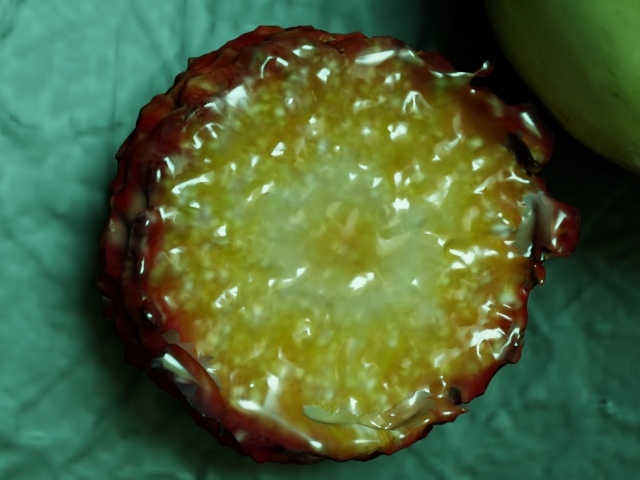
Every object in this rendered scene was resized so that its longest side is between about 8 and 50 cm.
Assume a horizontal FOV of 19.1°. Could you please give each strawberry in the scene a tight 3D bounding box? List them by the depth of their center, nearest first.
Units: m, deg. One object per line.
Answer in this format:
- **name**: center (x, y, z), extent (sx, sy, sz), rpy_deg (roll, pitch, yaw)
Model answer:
- **strawberry**: center (0.000, 0.000, 0.589), extent (0.145, 0.086, 0.145), rpy_deg (0, 88, -14)

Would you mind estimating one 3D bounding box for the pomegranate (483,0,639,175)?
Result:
- **pomegranate**: center (0.150, -0.108, 0.564), extent (0.233, 0.233, 0.233), rpy_deg (0, 88, -16)
